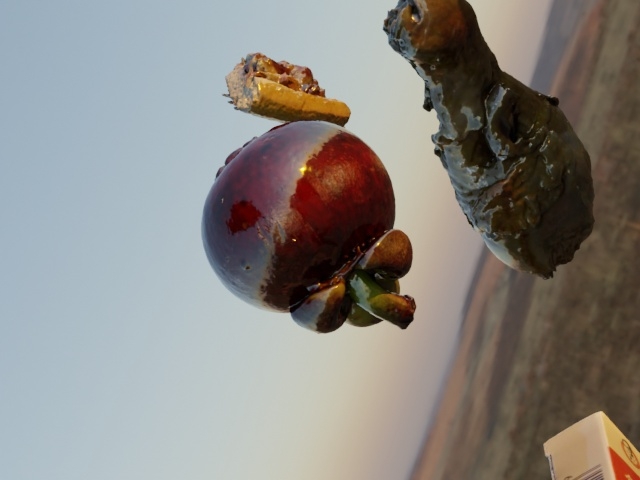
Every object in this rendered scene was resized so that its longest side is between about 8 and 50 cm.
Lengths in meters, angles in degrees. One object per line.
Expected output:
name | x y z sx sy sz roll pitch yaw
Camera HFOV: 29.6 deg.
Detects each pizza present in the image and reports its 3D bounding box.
pizza | -0.054 -0.190 1.465 0.194 0.154 0.069 42 118 48

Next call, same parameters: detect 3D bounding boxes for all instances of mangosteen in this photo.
mangosteen | 0.000 0.000 1.272 0.215 0.257 0.215 -44 -6 -6

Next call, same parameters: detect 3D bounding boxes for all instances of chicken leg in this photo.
chicken leg | 0.090 -0.064 0.651 0.085 0.069 0.198 -44 -56 -7

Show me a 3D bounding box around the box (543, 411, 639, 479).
box | 0.311 0.319 0.951 0.069 0.353 0.214 -35 20 19
